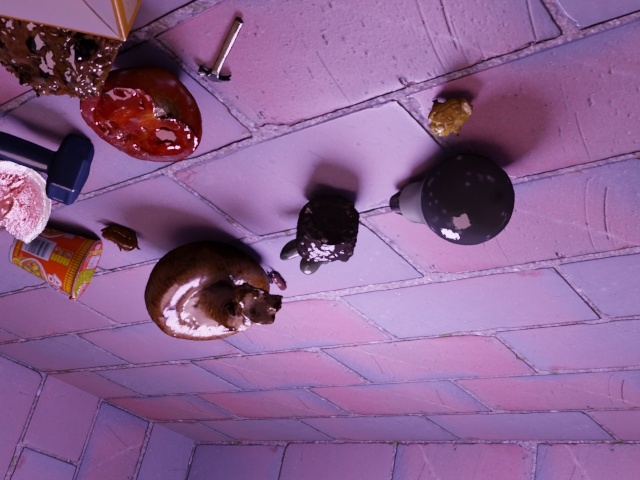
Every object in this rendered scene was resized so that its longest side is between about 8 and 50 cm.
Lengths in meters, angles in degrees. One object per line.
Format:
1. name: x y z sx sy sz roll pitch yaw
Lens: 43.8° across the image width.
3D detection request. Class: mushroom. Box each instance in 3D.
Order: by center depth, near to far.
1. mushroom: -0.271 0.168 2.130 0.334 0.356 0.331 -50 154 17

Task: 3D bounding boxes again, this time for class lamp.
1. lamp: 0.271 -0.076 1.628 0.182 0.182 0.314 20 172 -13

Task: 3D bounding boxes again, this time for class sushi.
1. sushi: -0.549 -0.005 2.201 0.118 0.061 0.060 41 155 -9

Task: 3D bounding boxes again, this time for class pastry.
1. pastry: -0.438 -0.375 1.348 0.275 0.193 0.275 16 132 19

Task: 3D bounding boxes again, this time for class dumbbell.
1. dumbbell: -0.681 -0.202 1.793 0.325 0.160 0.144 20 -177 -14

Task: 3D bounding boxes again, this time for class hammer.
1. hammer: -0.171 -0.342 1.447 0.062 0.017 0.182 21 150 -16

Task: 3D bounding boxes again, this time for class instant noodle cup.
1. instant noodle cup: -0.759 0.047 2.269 0.212 0.193 0.193 22 152 -2

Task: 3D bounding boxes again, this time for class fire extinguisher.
1. fire extinguisher: -0.132 0.108 2.265 0.046 0.032 0.100 37 169 36

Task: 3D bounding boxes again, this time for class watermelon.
1. watermelon: -0.793 -0.138 1.986 0.128 0.159 0.303 33 166 30

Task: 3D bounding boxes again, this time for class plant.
1. plant: 0.002 0.000 1.871 0.146 0.149 0.274 18 155 -9

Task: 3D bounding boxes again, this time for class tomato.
1. tomato: -0.337 -0.261 1.537 0.200 0.139 0.233 -16 139 36

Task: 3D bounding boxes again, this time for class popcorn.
1. popcorn: 0.227 -0.231 1.440 0.084 0.084 0.084 10 152 5

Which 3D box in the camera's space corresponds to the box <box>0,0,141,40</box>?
1. box: -0.394 -0.463 1.108 0.283 0.214 0.259 13 155 3
